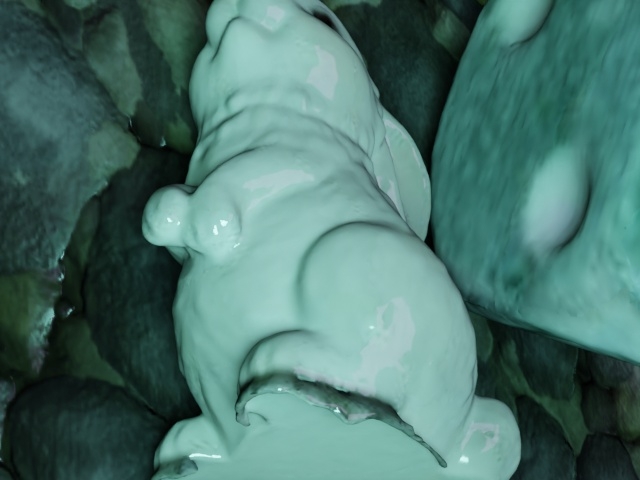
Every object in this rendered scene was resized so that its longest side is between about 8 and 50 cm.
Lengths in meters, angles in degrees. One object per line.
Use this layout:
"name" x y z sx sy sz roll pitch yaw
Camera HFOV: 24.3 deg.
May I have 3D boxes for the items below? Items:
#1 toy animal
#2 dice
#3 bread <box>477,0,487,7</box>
"toy animal" 0.000 0.000 0.966 0.258 0.194 0.357 27 47 -31
"dice" 0.298 -0.055 1.129 0.328 0.330 0.348 18 95 -23
"bread" 0.205 -0.264 1.286 0.362 0.233 0.245 -9 84 -48
